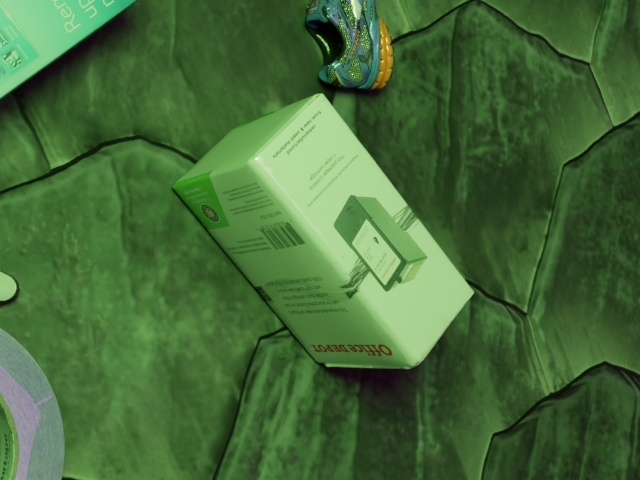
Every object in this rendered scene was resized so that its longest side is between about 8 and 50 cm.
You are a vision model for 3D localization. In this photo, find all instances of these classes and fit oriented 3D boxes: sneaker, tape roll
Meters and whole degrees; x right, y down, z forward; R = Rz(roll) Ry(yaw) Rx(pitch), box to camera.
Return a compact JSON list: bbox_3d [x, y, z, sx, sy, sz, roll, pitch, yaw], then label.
[{"bbox_3d":[-0.340,0.039,1.013,0.109,0.043,0.040,15,77,-30],"label":"sneaker"},{"bbox_3d":[-0.377,0.193,0.953,0.274,0.090,0.275,2,86,-29],"label":"tape roll"},{"bbox_3d":[0.021,-0.279,1.226,0.087,0.083,0.221,-14,91,-25],"label":"sneaker"}]

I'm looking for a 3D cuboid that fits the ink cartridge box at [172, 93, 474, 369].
[{"bbox_3d":[0.000,0.000,1.121,0.115,0.198,0.273,-47,109,-26],"label":"ink cartridge box"}]

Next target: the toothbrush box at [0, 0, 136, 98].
[{"bbox_3d":[-0.341,-0.236,0.987,0.295,0.126,0.216,-42,106,-24],"label":"toothbrush box"}]
